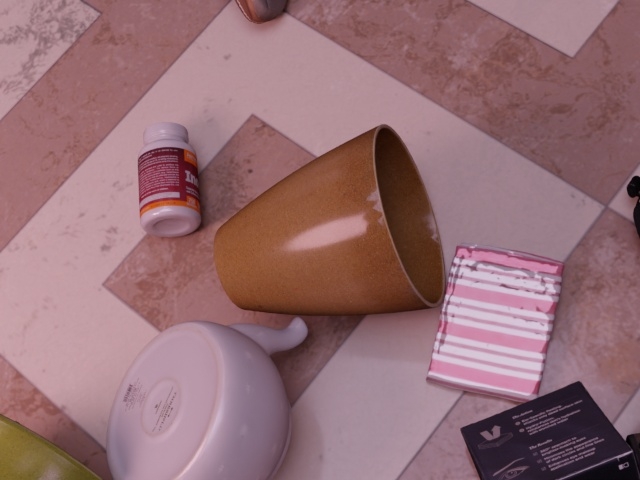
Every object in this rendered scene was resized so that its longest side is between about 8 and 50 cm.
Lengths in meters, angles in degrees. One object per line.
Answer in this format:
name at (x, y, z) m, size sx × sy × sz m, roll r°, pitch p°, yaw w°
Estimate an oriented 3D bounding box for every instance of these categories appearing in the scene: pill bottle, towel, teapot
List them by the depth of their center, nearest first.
teapot at (-0.126, 0.235, 1.181) m, size 0.256 × 0.187 × 0.252 m, roll -39°, pitch 43°, yaw 22°
towel at (0.226, 0.105, 1.244) m, size 0.144 × 0.029 × 0.197 m, roll 11°, pitch 73°, yaw 15°
pill bottle at (-0.217, -0.088, 1.375) m, size 0.086 × 0.086 × 0.151 m, roll -10°, pitch 67°, yaw 7°

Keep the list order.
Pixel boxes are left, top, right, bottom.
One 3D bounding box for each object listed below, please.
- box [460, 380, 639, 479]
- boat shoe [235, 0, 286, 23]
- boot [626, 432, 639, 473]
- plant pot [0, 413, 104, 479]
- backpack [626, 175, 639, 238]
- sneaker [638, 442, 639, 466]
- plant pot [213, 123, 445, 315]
box at (0.262, 0.258, 1.094) m, size 0.156 × 0.093 × 0.158 m, roll -22°, pitch 22°, yaw 2°
boat shoe at (-0.149, -0.473, 1.518) m, size 0.116 × 0.123 × 0.324 m, roll -32°, pitch 71°, yaw 34°
boot at (0.486, 0.298, 1.078) m, size 0.229 × 0.091 × 0.262 m, roll -13°, pitch 64°, yaw 6°
plant pot at (-0.414, 0.393, 1.098) m, size 0.367 × 0.366 × 0.353 m, roll 23°, pitch 62°, yaw 19°
backpack at (0.537, -0.014, 1.142) m, size 0.264 × 0.213 × 0.276 m, roll -10°, pitch 63°, yaw -5°
sneaker at (0.422, 0.271, 1.022) m, size 0.125 × 0.104 × 0.261 m, roll 0°, pitch 66°, yaw -8°
plant pot at (0.000, 0.000, 1.238) m, size 0.255 × 0.237 × 0.237 m, roll -16°, pitch 65°, yaw 20°
